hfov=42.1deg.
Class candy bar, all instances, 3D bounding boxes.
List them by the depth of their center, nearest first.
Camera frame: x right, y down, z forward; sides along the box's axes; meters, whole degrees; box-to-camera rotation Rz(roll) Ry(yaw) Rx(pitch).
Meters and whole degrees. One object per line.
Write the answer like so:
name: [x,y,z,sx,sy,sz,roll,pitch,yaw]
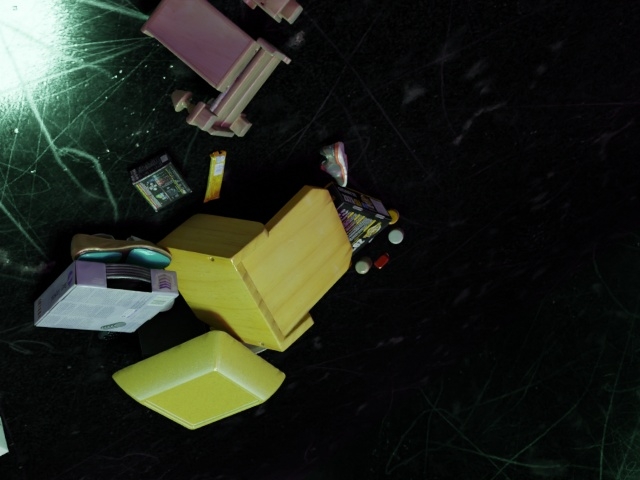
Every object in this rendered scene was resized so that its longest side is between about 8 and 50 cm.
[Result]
candy bar: [-0.234,-0.139,1.843,0.040,0.018,0.161,-18,147,-27]

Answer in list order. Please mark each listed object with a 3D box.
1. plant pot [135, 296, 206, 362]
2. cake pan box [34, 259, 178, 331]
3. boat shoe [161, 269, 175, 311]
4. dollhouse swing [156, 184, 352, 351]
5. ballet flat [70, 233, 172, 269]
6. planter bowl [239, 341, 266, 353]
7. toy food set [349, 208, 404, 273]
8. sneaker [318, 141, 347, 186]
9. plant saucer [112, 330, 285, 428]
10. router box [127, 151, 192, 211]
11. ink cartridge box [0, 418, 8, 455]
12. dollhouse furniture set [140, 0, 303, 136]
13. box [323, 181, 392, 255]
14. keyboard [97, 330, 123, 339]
plant pot: [-0.392,0.273,2.174,0.167,0.188,0.187,-8,145,-18]
cake pan box: [-0.485,0.131,1.881,0.246,0.070,0.267,6,152,-36]
boat shoe: [-0.396,0.126,2.027,0.083,0.076,0.226,-37,151,-14]
dollhouse swing: [-0.146,0.036,2.019,0.305,0.315,0.347,-59,142,-31]
ballet flat: [-0.439,0.017,1.839,0.232,0.073,0.080,7,136,-39]
planter bowl: [-0.192,0.234,2.346,0.162,0.109,0.162,-21,148,-14]
toy food set: [0.152,0.013,2.331,0.232,0.111,0.104,-50,177,12]
sneaker: [0.030,-0.184,1.986,0.065,0.061,0.158,-3,149,7]
plant saucer: [-0.303,0.380,2.132,0.333,0.081,0.333,-24,142,17]
router box: [-0.338,-0.123,1.756,0.092,0.038,0.122,-30,150,-2]
ink cartridge box: [-0.968,0.525,2.104,0.273,0.114,0.197,-28,149,-5]
dollhouse furniture set: [-0.165,-0.367,1.545,0.303,0.174,0.355,-50,176,9]
box: [0.000,0.000,2.183,0.322,0.079,0.257,-43,153,20]
keyboard: [-0.503,0.199,2.097,0.100,0.038,0.192,3,136,-43]
